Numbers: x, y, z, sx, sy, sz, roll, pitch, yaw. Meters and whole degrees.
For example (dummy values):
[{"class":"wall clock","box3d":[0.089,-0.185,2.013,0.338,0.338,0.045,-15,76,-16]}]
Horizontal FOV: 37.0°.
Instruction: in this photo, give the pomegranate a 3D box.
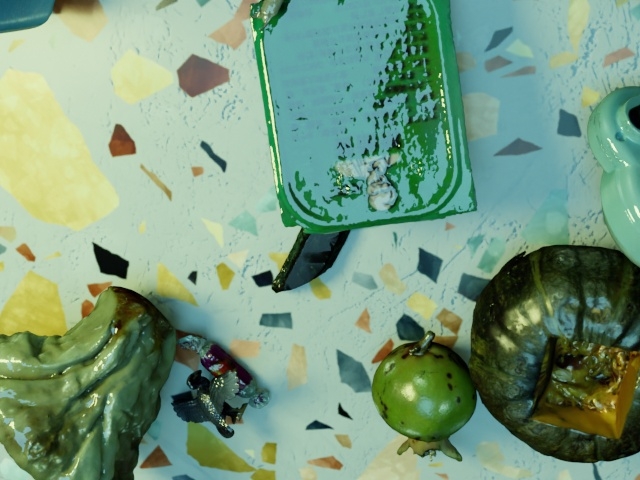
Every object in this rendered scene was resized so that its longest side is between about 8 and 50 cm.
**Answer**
[{"class":"pomegranate","box3d":[0.161,0.236,1.410,0.156,0.156,0.220,-16,137,14]}]

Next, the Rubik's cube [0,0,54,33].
[{"class":"Rubik's cube","box3d":[-0.526,-0.454,1.158,0.352,0.351,0.348,20,109,13]}]

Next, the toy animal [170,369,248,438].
[{"class":"toy animal","box3d":[-0.166,0.249,1.470,0.108,0.062,0.220,43,140,-15]}]

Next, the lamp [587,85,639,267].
[{"class":"lamp","box3d":[0.448,-0.068,1.233,0.147,0.209,0.284,-16,97,59]}]

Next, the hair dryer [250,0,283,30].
[{"class":"hair dryer","box3d":[0.011,-0.421,1.201,0.173,0.107,0.357,27,98,1]}]

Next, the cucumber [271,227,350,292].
[{"class":"cucumber","box3d":[0.000,0.000,1.403,0.070,0.046,0.220,24,110,-7]}]

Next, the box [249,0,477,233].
[{"class":"box","box3d":[0.061,-0.189,1.281,0.264,0.106,0.337,-6,98,12]}]

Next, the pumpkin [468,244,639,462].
[{"class":"pumpkin","box3d":[0.356,0.157,1.309,0.320,0.192,0.321,5,115,11]}]

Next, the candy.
[{"class":"candy","box3d":[-0.149,0.201,1.493,0.175,0.043,0.045,44,112,-10]}]

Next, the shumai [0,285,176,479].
[{"class":"shumai","box3d":[-0.316,0.212,1.412,0.263,0.309,0.304,-40,66,5]}]
